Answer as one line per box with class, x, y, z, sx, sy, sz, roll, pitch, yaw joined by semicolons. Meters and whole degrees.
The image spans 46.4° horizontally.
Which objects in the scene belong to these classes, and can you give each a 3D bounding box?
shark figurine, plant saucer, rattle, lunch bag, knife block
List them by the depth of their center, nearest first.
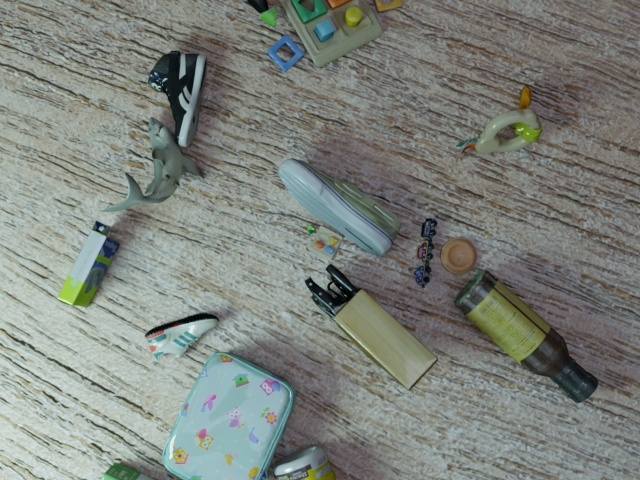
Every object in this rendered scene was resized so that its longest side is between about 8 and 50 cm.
knife block;0.088;0.164;1.542;0.088;0.275;0.242;-46;118;-7
lunch bag;-0.183;0.391;1.558;0.224;0.108;0.279;25;83;2
shark figurine;-0.357;-0.122;1.599;0.116;0.278;0.166;-30;120;30
plant saucer;0.311;0.035;1.677;0.083;0.013;0.083;0;84;-3
rattle;0.387;-0.267;1.689;0.199;0.130;0.143;-19;73;21

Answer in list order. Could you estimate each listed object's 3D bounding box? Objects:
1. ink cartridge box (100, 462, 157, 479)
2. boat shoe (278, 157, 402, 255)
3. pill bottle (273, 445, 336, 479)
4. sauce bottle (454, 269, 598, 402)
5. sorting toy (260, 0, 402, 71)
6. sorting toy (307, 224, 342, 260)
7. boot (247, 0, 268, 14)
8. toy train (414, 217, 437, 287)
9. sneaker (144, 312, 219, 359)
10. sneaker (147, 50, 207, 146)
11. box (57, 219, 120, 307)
ink cartridge box;-0.346;0.610;1.522;0.278;0.117;0.201;24;83;-1
boat shoe;0.044;-0.087;1.642;0.302;0.109;0.094;39;67;-7
pill bottle;-0.009;0.547;1.549;0.117;0.117;0.215;-23;85;-6
sauce bottle;0.448;0.213;1.616;0.344;0.111;0.111;43;83;3
sorting toy;0.026;-0.519;1.690;0.347;0.047;0.196;-29;93;-9
sorting toy;0.000;0.000;1.663;0.083;0.012;0.062;28;83;0
boot;-0.135;-0.588;1.707;0.099;0.045;0.121;-44;89;-12
toy train;0.233;0.027;1.666;0.036;0.027;0.158;8;83;1
sneaker;-0.291;0.210;1.608;0.161;0.057;0.075;-16;102;-6
sneaker;-0.327;-0.314;1.652;0.121;0.079;0.217;9;75;1
box;-0.484;0.052;1.580;0.042;0.109;0.178;25;83;3
